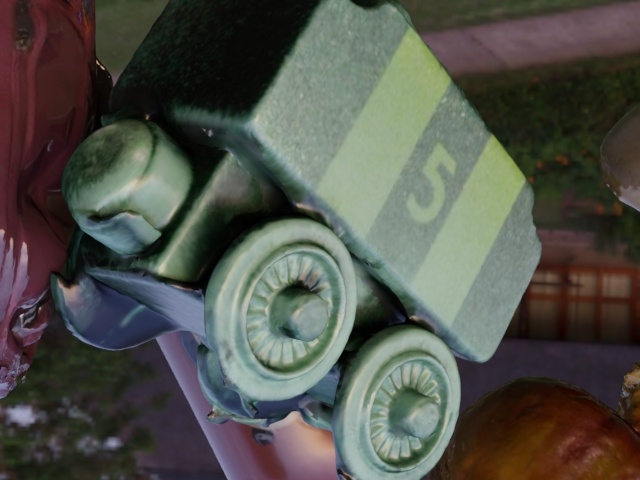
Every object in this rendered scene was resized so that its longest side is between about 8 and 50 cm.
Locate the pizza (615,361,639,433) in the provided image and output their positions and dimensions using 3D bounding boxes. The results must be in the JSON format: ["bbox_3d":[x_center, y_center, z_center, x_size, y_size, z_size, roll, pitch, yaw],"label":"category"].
[{"bbox_3d":[0.366,0.215,1.192,0.289,0.229,0.081,-9,151,-5],"label":"pizza"}]

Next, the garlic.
[{"bbox_3d":[0.398,-0.062,1.324,0.151,0.196,0.338,-21,172,11],"label":"garlic"}]

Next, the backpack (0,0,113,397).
[{"bbox_3d":[-0.226,-0.056,0.717,0.197,0.317,0.283,3,149,-38],"label":"backpack"}]

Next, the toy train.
[{"bbox_3d":[0.000,0.000,0.670,0.167,0.238,0.299,14,159,43],"label":"toy train"}]

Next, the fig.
[{"bbox_3d":[0.194,0.228,0.998,0.224,0.224,0.263,4,162,5],"label":"fig"}]

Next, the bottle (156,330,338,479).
[{"bbox_3d":[-0.033,0.106,0.924,0.144,0.336,0.144,-28,-179,0],"label":"bottle"}]
